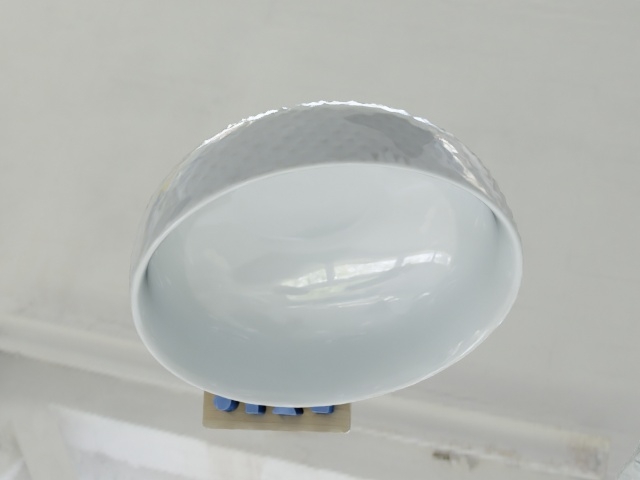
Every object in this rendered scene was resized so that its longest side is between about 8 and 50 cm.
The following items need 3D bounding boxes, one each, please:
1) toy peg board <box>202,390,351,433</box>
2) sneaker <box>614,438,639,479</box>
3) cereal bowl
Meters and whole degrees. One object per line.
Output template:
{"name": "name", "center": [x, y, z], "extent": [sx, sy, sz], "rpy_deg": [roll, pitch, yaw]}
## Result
{"name": "toy peg board", "center": [-0.051, 0.121, 1.182], "extent": [0.161, 0.079, 0.160], "rpy_deg": [0, -99, 9]}
{"name": "sneaker", "center": [0.224, 0.084, 0.591], "extent": [0.090, 0.232, 0.115], "rpy_deg": [24, -139, 24]}
{"name": "cereal bowl", "center": [0.000, 0.000, 0.989], "extent": [0.339, 0.339, 0.141], "rpy_deg": [-8, -129, -3]}
